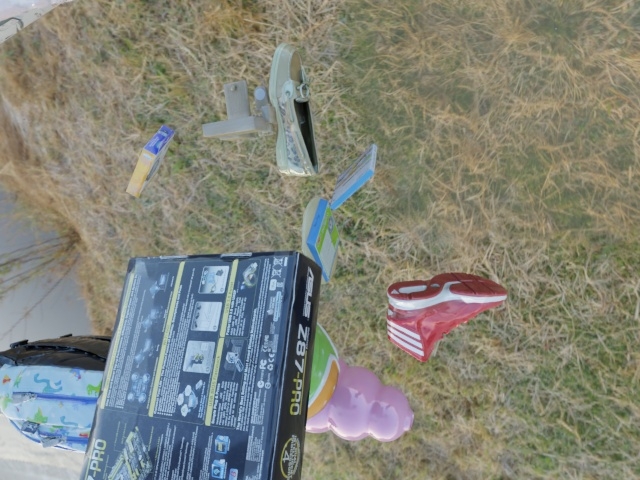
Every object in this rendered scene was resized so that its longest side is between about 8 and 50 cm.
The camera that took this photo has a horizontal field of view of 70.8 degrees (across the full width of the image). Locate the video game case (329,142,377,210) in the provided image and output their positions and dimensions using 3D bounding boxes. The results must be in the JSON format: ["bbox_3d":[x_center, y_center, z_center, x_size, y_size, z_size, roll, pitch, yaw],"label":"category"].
[{"bbox_3d":[0.074,-0.141,0.977,0.015,0.166,0.119,40,118,-14],"label":"video game case"}]

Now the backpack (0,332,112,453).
[{"bbox_3d":[-0.455,0.309,0.941,0.356,0.290,0.273,-14,78,15],"label":"backpack"}]

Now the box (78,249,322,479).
[{"bbox_3d":[-0.173,0.215,0.642,0.319,0.097,0.394,-3,70,23],"label":"box"}]

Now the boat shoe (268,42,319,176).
[{"bbox_3d":[-0.047,-0.282,0.993,0.090,0.105,0.284,8,116,26],"label":"boat shoe"}]

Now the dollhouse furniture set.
[{"bbox_3d":[-0.167,-0.276,0.919,0.144,0.151,0.123,-3,99,22],"label":"dollhouse furniture set"}]

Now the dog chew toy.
[{"bbox_3d":[0.067,0.400,1.133,0.332,0.206,0.206,10,117,23],"label":"dog chew toy"}]

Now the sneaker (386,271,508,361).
[{"bbox_3d":[0.207,0.130,0.766,0.222,0.087,0.127,0,112,-15],"label":"sneaker"}]

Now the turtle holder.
[{"bbox_3d":[-0.107,0.272,0.973,0.321,0.243,0.227,-11,141,31],"label":"turtle holder"}]

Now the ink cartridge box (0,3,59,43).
[{"bbox_3d":[-0.568,-0.420,0.790,0.191,0.140,0.082,-36,114,-6],"label":"ink cartridge box"}]

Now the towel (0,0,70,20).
[{"bbox_3d":[-0.461,-0.477,0.607,0.053,0.332,0.316,16,134,59],"label":"towel"}]

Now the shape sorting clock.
[{"bbox_3d":[0.000,0.000,1.058,0.041,0.206,0.206,0,113,19],"label":"shape sorting clock"}]

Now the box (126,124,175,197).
[{"bbox_3d":[-0.308,-0.148,0.820,0.028,0.081,0.136,29,133,-14],"label":"box"}]
